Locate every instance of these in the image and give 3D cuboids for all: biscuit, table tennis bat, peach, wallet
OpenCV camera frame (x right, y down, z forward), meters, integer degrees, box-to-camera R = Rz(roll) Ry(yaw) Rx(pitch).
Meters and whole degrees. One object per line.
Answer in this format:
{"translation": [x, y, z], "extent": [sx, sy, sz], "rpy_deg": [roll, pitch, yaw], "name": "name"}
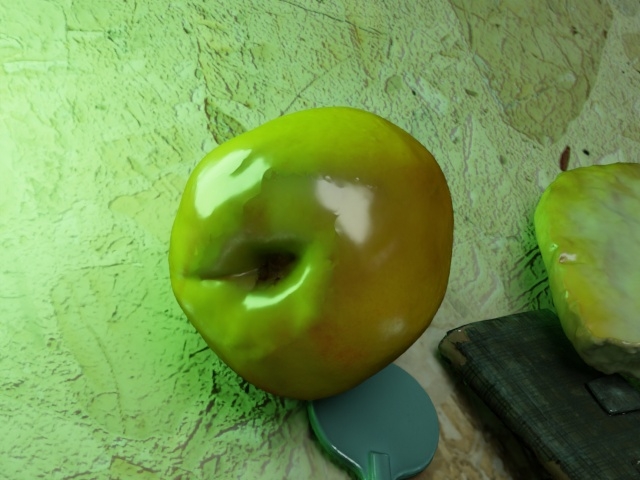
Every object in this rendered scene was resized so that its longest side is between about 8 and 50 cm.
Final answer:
{"translation": [0.445, 0.057, 2.061], "extent": [0.429, 0.104, 0.446], "rpy_deg": [5, 35, -19], "name": "biscuit"}
{"translation": [0.057, 0.214, 1.810], "extent": [0.149, 0.038, 0.237], "rpy_deg": [15, 44, -19], "name": "table tennis bat"}
{"translation": [0.003, 0.004, 1.790], "extent": [0.289, 0.289, 0.308], "rpy_deg": [43, 24, 9], "name": "peach"}
{"translation": [0.277, 0.187, 1.881], "extent": [0.169, 0.044, 0.317], "rpy_deg": [-12, 42, -32], "name": "wallet"}

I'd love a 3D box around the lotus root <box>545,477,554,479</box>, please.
{"translation": [0.306, 0.307, 1.833], "extent": [0.190, 0.094, 0.108], "rpy_deg": [16, 5, -2], "name": "lotus root"}
